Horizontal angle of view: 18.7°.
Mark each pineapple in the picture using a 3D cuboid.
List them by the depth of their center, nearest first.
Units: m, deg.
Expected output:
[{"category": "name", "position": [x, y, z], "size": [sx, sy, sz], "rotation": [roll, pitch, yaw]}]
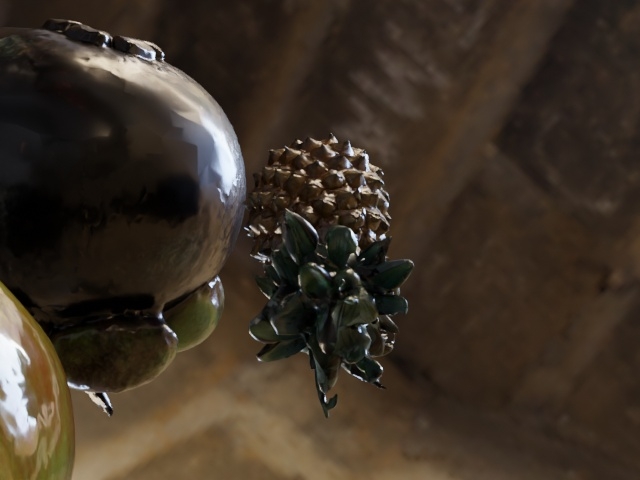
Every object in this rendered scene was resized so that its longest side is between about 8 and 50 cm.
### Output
[{"category": "pineapple", "position": [0.001, 0.000, 1.045], "size": [0.221, 0.083, 0.103], "rotation": [-98, -167, -65]}]

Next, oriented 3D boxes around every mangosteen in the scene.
[{"category": "mangosteen", "position": [-0.156, -0.017, 1.192], "size": [0.243, 0.243, 0.243], "rotation": [-43, 165, -14]}]

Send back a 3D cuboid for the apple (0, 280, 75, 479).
[{"category": "apple", "position": [-0.246, 0.089, 0.870], "size": [0.264, 0.264, 0.264], "rotation": [-43, 165, -14]}]
